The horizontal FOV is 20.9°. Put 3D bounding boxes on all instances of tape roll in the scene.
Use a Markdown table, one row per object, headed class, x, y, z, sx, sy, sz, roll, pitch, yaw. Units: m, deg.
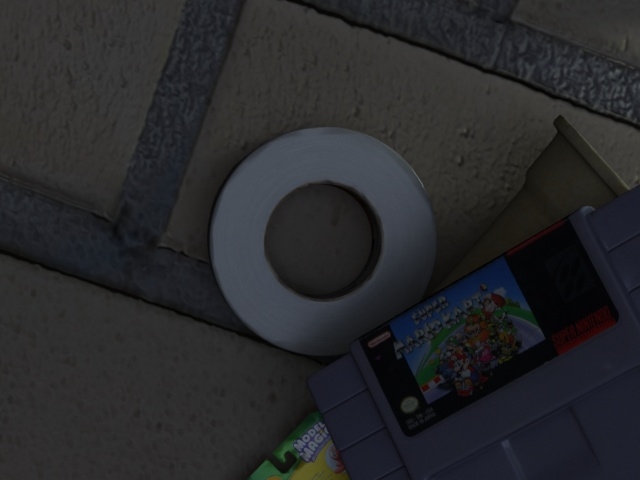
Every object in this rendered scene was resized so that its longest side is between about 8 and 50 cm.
| class | x | y | z | sx | sy | sz | roll | pitch | yaw |
| --- | --- | --- | --- | --- | --- | --- | --- | --- | --- |
| tape roll | 0.000 | 0.000 | 1.675 | 0.219 | 0.072 | 0.219 | 0 | 91 | -7 |

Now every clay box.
| class | x | y | z | sx | sy | sz | roll | pitch | yaw |
| --- | --- | --- | --- | --- | --- | --- | --- | --- | --- |
| clay box | 0.032 | 0.279 | 1.696 | 0.222 | 0.053 | 0.127 | 45 | 87 | -4 |

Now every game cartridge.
| class | x | y | z | sx | sy | sz | roll | pitch | yaw |
| --- | --- | --- | --- | --- | --- | --- | --- | --- | --- |
| game cartridge | 0.173 | 0.129 | 1.439 | 0.355 | 0.068 | 0.230 | -32 | 78 | 23 |

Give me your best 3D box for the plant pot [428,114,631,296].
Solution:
| class | x | y | z | sx | sy | sz | roll | pitch | yaw |
| --- | --- | --- | --- | --- | --- | --- | --- | --- | --- |
| plant pot | 0.218 | 0.107 | 1.601 | 0.305 | 0.334 | 0.334 | -41 | 95 | 8 |
